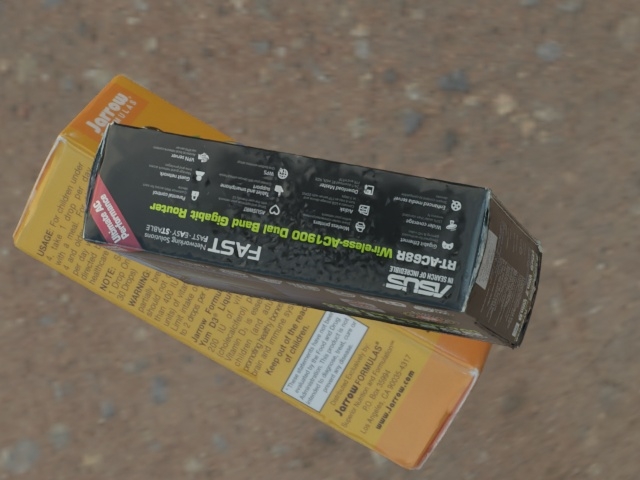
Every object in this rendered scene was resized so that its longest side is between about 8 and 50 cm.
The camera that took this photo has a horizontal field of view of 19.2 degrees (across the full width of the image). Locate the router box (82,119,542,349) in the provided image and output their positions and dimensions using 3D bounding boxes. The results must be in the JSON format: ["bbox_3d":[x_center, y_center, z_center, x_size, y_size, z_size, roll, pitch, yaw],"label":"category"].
[{"bbox_3d":[0.000,0.000,0.583,0.122,0.092,0.038,11,84,18],"label":"router box"}]

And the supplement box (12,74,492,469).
[{"bbox_3d":[-0.029,0.015,0.940,0.233,0.078,0.080,28,125,2],"label":"supplement box"}]
